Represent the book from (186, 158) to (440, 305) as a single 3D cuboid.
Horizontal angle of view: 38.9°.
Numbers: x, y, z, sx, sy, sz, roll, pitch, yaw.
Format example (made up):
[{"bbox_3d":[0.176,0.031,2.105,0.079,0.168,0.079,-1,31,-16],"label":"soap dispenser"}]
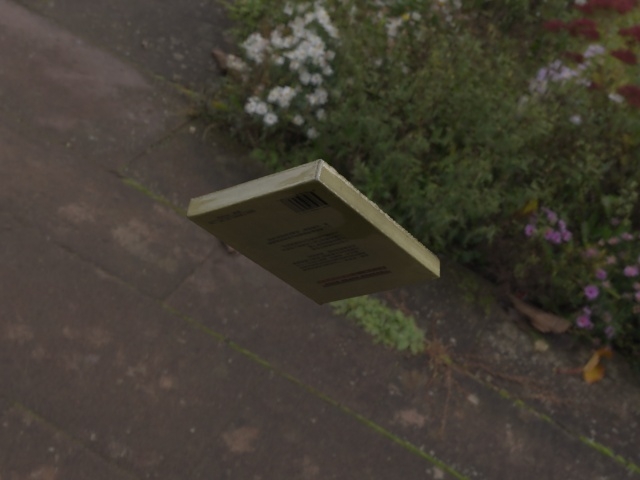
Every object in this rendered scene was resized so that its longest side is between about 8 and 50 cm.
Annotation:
[{"bbox_3d":[0.000,0.000,0.913,0.231,0.161,0.026,37,48,-46],"label":"book"}]
